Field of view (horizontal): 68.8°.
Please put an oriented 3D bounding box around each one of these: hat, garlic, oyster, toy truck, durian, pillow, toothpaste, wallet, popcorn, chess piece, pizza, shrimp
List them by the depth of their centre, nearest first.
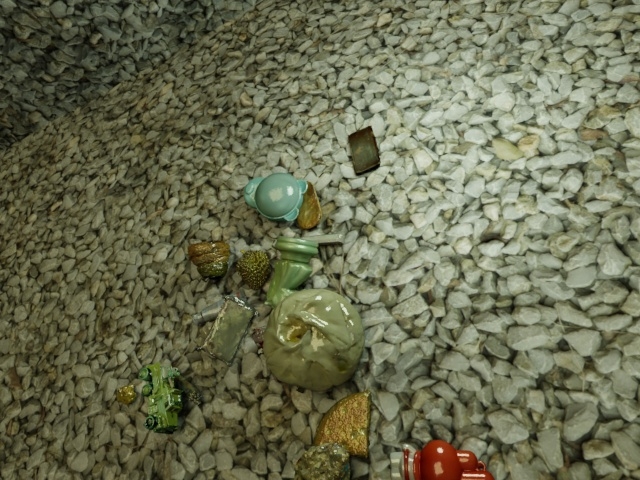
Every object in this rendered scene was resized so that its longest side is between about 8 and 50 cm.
[{"bbox_3d":[0.014,0.739,1.453,0.259,0.092,0.198,-46,70,14],"label":"oyster"},{"bbox_3d":[0.094,0.624,1.527,0.197,0.058,0.292,37,85,33],"label":"pizza"},{"bbox_3d":[-0.168,0.411,1.742,0.140,0.129,0.227,-15,76,-10],"label":"hat"},{"bbox_3d":[-0.585,0.587,1.763,0.135,0.128,0.259,-24,57,14],"label":"toy truck"},{"bbox_3d":[-0.112,0.137,1.820,0.176,0.176,0.298,10,87,28],"label":"chess piece"},{"bbox_3d":[-0.551,0.619,1.830,0.217,0.051,0.150,18,76,38],"label":"shrimp"},{"bbox_3d":[-0.365,0.348,1.843,0.255,0.169,0.059,-64,17,-14],"label":"pillow"},{"bbox_3d":[-0.443,0.368,1.891,0.113,0.074,0.094,-46,64,16],"label":"garlic"},{"bbox_3d":[-0.794,0.629,1.931,0.084,0.084,0.084,-10,61,20],"label":"popcorn"},{"bbox_3d":[-0.415,0.282,1.937,0.234,0.057,0.089,-26,59,3],"label":"toothpaste"},{"bbox_3d":[-0.289,0.094,1.947,0.146,0.102,0.208,-42,52,7],"label":"durian"},{"bbox_3d":[0.190,-0.388,2.015,0.122,0.031,0.232,-20,56,19],"label":"wallet"}]

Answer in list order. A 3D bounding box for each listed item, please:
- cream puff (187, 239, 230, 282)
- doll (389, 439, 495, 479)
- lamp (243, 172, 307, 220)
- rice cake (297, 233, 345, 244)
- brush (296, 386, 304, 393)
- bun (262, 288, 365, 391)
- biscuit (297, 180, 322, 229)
[{"bbox_3d":[-0.470,0.096,1.992,0.183,0.183,0.168,-12,81,19],"label":"cream puff"},{"bbox_3d":[0.348,0.663,1.350,0.291,0.130,0.160,-5,60,16],"label":"doll"},{"bbox_3d":[-0.202,-0.192,2.006,0.284,0.147,0.209,11,75,37],"label":"lamp"},{"bbox_3d":[0.000,0.000,1.900,0.207,0.036,0.047,-7,76,21],"label":"rice cake"},{"bbox_3d":[-0.036,0.457,1.687,0.190,0.034,0.028,-62,20,-16],"label":"brush"},{"bbox_3d":[-0.025,0.329,1.601,0.365,0.219,0.365,-2,70,4],"label":"bun"},{"bbox_3d":[-0.062,-0.155,2.011,0.118,0.029,0.247,-28,57,18],"label":"biscuit"}]
